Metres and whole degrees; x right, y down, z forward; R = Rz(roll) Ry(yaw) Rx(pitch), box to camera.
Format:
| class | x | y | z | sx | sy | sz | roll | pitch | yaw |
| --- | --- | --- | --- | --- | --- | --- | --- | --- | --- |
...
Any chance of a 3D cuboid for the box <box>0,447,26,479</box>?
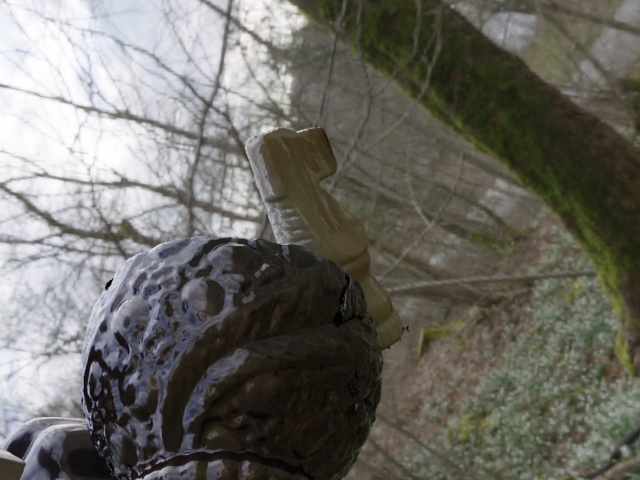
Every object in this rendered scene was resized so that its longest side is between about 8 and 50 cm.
| class | x | y | z | sx | sy | sz | roll | pitch | yaw |
| --- | --- | --- | --- | --- | --- | --- | --- | --- | --- |
| box | -0.458 | 0.146 | 0.749 | 0.214 | 0.353 | 0.069 | 42 | -115 | -53 |

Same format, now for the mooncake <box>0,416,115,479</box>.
| class | x | y | z | sx | sy | sz | roll | pitch | yaw |
| --- | --- | --- | --- | --- | --- | --- | --- | --- | --- |
| mooncake | -0.287 | 0.333 | 0.876 | 0.306 | 0.154 | 0.306 | -27 | 48 | 35 |

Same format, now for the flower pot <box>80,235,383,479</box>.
| class | x | y | z | sx | sy | sz | roll | pitch | yaw |
| --- | --- | --- | --- | --- | --- | --- | --- | --- | --- |
| flower pot | -0.075 | 0.175 | 0.686 | 0.267 | 0.266 | 0.267 | 98 | 173 | -48 |

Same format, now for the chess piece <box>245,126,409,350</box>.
| class | x | y | z | sx | sy | sz | roll | pitch | yaw |
| --- | --- | --- | --- | --- | --- | --- | --- | --- | --- |
| chess piece | 0.000 | 0.000 | 1.039 | 0.137 | 0.137 | 0.301 | -73 | -38 | -77 |
